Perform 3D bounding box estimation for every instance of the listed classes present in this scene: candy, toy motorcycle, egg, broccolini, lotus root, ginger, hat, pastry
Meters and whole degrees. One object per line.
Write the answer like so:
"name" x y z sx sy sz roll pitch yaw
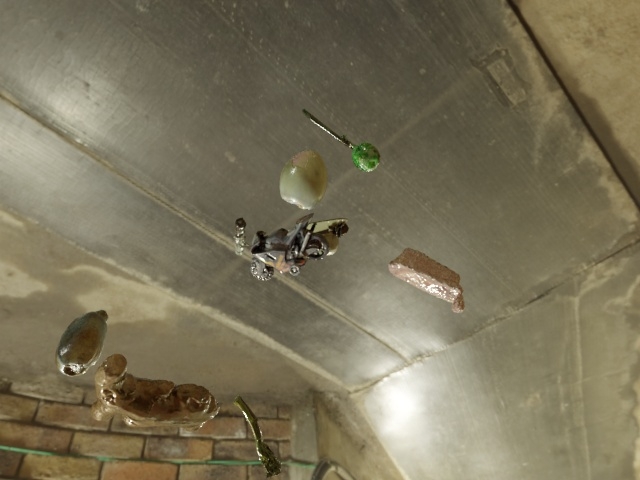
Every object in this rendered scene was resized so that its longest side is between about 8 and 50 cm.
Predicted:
"candy" 0.069 -0.355 1.639 0.323 0.097 0.097 35 122 -6
"toy motorcycle" -0.121 0.025 1.549 0.307 0.108 0.173 -24 106 22
"egg" -0.058 -0.235 1.794 0.183 0.183 0.217 23 88 -24
"broccolini" -0.155 0.484 1.165 0.051 0.054 0.239 -4 113 45
"lotus root" -0.861 0.347 1.727 0.140 0.322 0.158 36 110 -27
"ginger" -0.299 0.300 0.866 0.166 0.080 0.333 -33 144 13
"hat" 0.000 0.000 1.888 0.257 0.130 0.257 -12 176 -1
"pastry" 0.342 0.114 1.465 0.265 0.112 0.103 36 154 17

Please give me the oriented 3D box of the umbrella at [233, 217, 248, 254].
"umbrella" -0.297 -0.008 1.764 0.050 0.046 0.188 30 142 14
